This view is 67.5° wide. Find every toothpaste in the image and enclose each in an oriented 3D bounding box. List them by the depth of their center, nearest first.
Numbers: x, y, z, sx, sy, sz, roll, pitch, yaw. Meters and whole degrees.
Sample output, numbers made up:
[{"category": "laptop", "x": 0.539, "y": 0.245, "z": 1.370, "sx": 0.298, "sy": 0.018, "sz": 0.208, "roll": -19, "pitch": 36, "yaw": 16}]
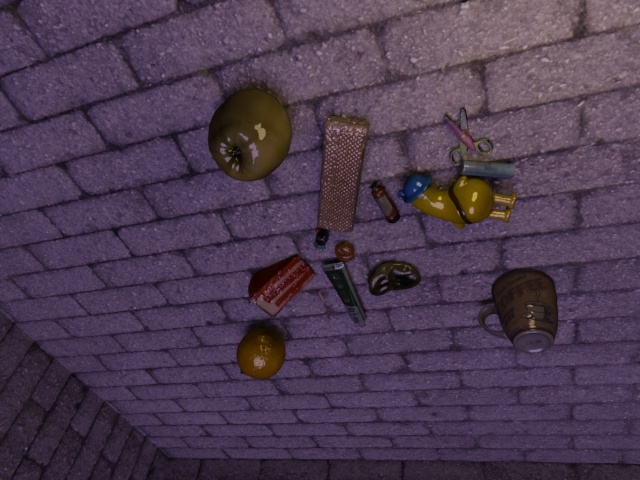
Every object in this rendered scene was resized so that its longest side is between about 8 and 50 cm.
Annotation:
[{"category": "toothpaste", "x": 0.114, "y": 0.231, "z": 1.990, "sx": 0.098, "sy": 0.061, "sz": 0.392, "roll": -11, "pitch": 127, "yaw": 21}]

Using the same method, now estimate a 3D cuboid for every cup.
[{"category": "cup", "x": 0.728, "y": 0.284, "z": 1.781, "sx": 0.301, "sy": 0.257, "sz": 0.227, "roll": -28, "pitch": 120, "yaw": 34}]

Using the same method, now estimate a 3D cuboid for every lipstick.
[{"category": "lipstick", "x": 0.513, "y": -0.220, "z": 1.476, "sx": 0.157, "sy": 0.048, "sz": 0.048, "roll": 4, "pitch": 134, "yaw": 0}]

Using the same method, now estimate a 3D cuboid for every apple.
[{"category": "apple", "x": -0.212, "y": -0.311, "z": 1.425, "sx": 0.262, "sy": 0.262, "sz": 0.262, "roll": 6, "pitch": 134, "yaw": 6}]

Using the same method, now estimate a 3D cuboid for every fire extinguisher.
[{"category": "fire extinguisher", "x": 0.216, "y": -0.135, "z": 1.625, "sx": 0.062, "sy": 0.050, "sz": 0.177, "roll": 4, "pitch": 141, "yaw": 45}]

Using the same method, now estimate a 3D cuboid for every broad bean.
[{"category": "broad bean", "x": 0.283, "y": 0.147, "z": 1.878, "sx": 0.206, "sy": 0.072, "sz": 0.153, "roll": -17, "pitch": 131, "yaw": 10}]

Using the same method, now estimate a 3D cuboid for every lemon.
[{"category": "lemon", "x": -0.273, "y": 0.524, "z": 2.233, "sx": 0.228, "sy": 0.228, "sz": 0.253, "roll": 24, "pitch": 132, "yaw": -12}]

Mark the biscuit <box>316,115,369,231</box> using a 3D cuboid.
[{"category": "biscuit", "x": 0.064, "y": -0.205, "z": 1.570, "sx": 0.144, "sy": 0.078, "sz": 0.426, "roll": 10, "pitch": 133, "yaw": 3}]

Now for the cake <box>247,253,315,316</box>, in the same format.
[{"category": "cake", "x": -0.164, "y": 0.163, "z": 1.988, "sx": 0.262, "sy": 0.159, "sz": 0.158, "roll": -43, "pitch": 119, "yaw": 0}]

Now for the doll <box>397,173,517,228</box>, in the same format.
[{"category": "doll", "x": 0.426, "y": -0.121, "z": 1.534, "sx": 0.362, "sy": 0.145, "sz": 0.199, "roll": 9, "pitch": 126, "yaw": 9}]

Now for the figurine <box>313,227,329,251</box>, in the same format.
[{"category": "figurine", "x": 0.000, "y": 0.000, "z": 1.805, "sx": 0.060, "sy": 0.047, "sz": 0.106, "roll": 43, "pitch": 146, "yaw": 21}]

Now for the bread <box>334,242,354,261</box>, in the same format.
[{"category": "bread", "x": 0.092, "y": 0.045, "z": 1.824, "sx": 0.081, "sy": 0.046, "sz": 0.083, "roll": 13, "pitch": 135, "yaw": 2}]

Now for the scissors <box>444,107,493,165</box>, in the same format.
[{"category": "scissors", "x": 0.430, "y": -0.312, "z": 1.434, "sx": 0.133, "sy": 0.020, "sz": 0.187, "roll": -20, "pitch": 128, "yaw": 23}]
